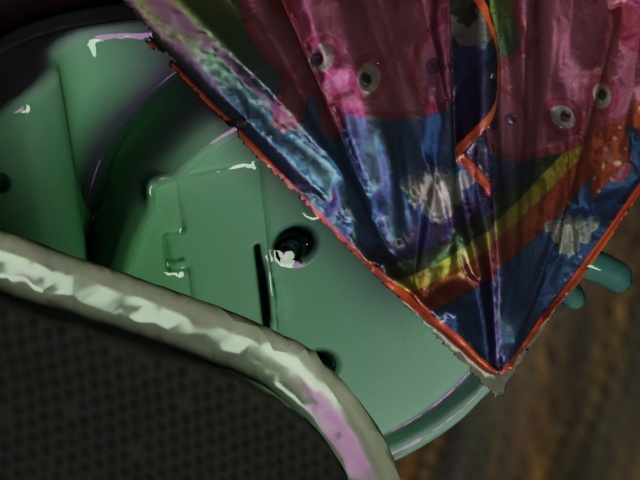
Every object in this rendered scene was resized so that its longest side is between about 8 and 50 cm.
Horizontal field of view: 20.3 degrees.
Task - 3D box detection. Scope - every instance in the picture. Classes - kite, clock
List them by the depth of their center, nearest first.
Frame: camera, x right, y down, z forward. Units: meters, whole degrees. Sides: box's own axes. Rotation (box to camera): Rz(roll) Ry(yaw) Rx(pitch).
[{"bbox_3d":[0.048,-0.073,0.492,0.321,0.016,0.234,-6,91,-22],"label":"kite"},{"bbox_3d":[0.000,0.000,0.541,0.211,0.066,0.159,-13,119,-9],"label":"clock"}]

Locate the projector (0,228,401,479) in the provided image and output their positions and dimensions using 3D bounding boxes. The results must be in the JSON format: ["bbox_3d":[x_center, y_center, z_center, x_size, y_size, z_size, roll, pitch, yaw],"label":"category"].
[{"bbox_3d":[-0.152,0.138,0.400,0.248,0.249,0.249,21,154,-33],"label":"projector"}]
